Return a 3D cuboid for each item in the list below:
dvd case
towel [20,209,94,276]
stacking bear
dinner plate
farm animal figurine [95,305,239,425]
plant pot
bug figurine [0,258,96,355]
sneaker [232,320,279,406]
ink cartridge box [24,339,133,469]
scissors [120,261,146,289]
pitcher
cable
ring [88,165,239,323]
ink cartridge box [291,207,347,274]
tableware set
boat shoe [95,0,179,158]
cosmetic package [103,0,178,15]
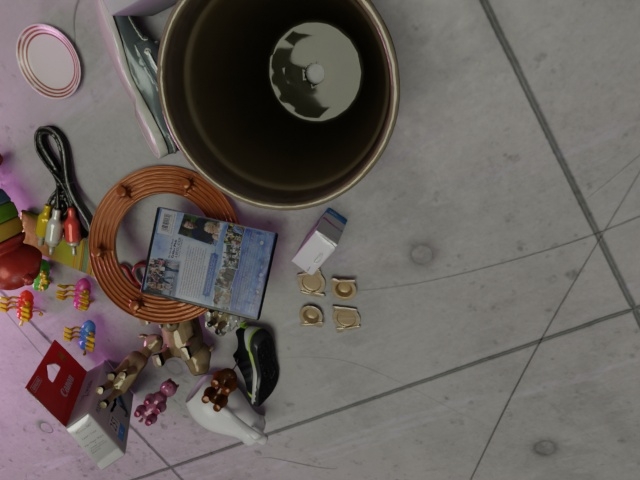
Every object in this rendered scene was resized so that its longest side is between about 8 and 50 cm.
[{"bbox_3d":[-0.226,0.046,0.928,0.253,0.022,0.180,13,93,5],"label":"dvd case"},{"bbox_3d":[-0.617,0.010,1.115,0.237,0.021,0.102,22,113,3],"label":"towel"},{"bbox_3d":[-0.740,-0.021,1.030,0.175,0.164,0.289,-14,110,29],"label":"stacking bear"},{"bbox_3d":[-0.539,-0.355,0.918,0.141,0.017,0.141,5,117,10],"label":"dinner plate"},{"bbox_3d":[-0.341,0.255,1.086,0.331,0.172,0.326,4,99,6],"label":"farm animal figurine"},{"bbox_3d":[-0.033,-0.245,0.709,0.323,0.280,0.323,5,117,11],"label":"plant pot"},{"bbox_3d":[-0.669,0.166,1.172,0.279,0.072,0.216,24,112,6],"label":"bug figurine"},{"bbox_3d":[-0.164,0.298,1.134,0.097,0.084,0.234,18,119,30],"label":"sneaker"},{"bbox_3d":[-0.575,0.375,1.136,0.066,0.296,0.261,-34,108,-11],"label":"ink cartridge box"},{"bbox_3d":[-0.406,0.177,1.148,0.109,0.021,0.297,-19,113,11],"label":"scissors"},{"bbox_3d":[-0.227,0.434,1.155,0.207,0.125,0.178,41,157,-11],"label":"pitcher"},{"bbox_3d":[-0.569,-0.100,1.012,0.140,0.072,0.287,13,116,9],"label":"cable"},{"bbox_3d":[-0.331,0.009,0.964,0.337,0.032,0.336,0,91,6],"label":"ring"},{"bbox_3d":[0.000,0.000,0.910,0.052,0.122,0.088,36,117,-6],"label":"ink cartridge box"},{"bbox_3d":[0.018,0.138,1.033,0.141,0.020,0.168,2,116,12],"label":"tableware set"},{"bbox_3d":[-0.324,-0.320,0.862,0.099,0.116,0.319,-25,106,-23],"label":"boat shoe"},{"bbox_3d":[-0.262,-0.506,0.715,0.224,0.138,0.224,-15,113,19],"label":"cosmetic package"}]
